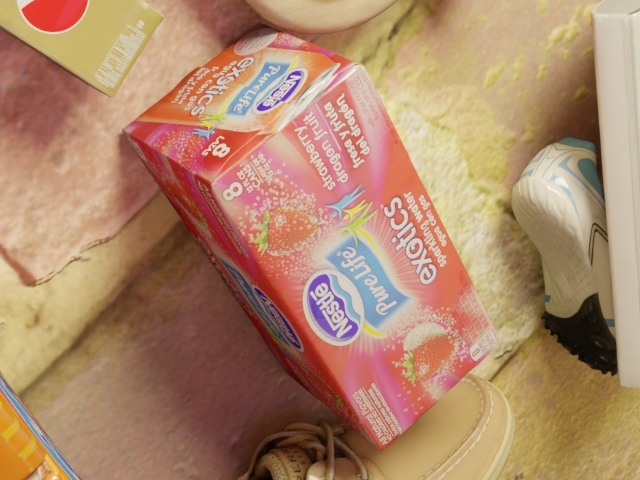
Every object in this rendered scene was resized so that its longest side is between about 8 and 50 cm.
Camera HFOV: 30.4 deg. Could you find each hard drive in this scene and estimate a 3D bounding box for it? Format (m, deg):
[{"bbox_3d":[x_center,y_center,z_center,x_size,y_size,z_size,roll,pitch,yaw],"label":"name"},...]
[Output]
[{"bbox_3d":[0.274,-0.064,0.939,0.203,0.040,0.307,-43,130,-47],"label":"hard drive"}]

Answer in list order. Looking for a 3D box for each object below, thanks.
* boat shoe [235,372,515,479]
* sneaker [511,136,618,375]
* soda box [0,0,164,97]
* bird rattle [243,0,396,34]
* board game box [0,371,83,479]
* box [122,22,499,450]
[{"bbox_3d":[0.000,0.197,0.871,0.341,0.121,0.110,-36,126,-15],"label":"boat shoe"},{"bbox_3d":[0.223,0.020,0.974,0.086,0.085,0.237,-41,130,-22],"label":"sneaker"},{"bbox_3d":[-0.177,-0.151,0.639,0.181,0.061,0.058,34,89,-39],"label":"soda box"},{"bbox_3d":[0.023,-0.225,0.738,0.207,0.143,0.253,-48,142,7],"label":"bird rattle"},{"bbox_3d":[-0.312,0.126,0.476,0.356,0.356,0.356,-40,127,-15],"label":"board game box"},{"bbox_3d":[0.000,0.000,0.783,0.122,0.128,0.257,-41,127,-14],"label":"box"}]
